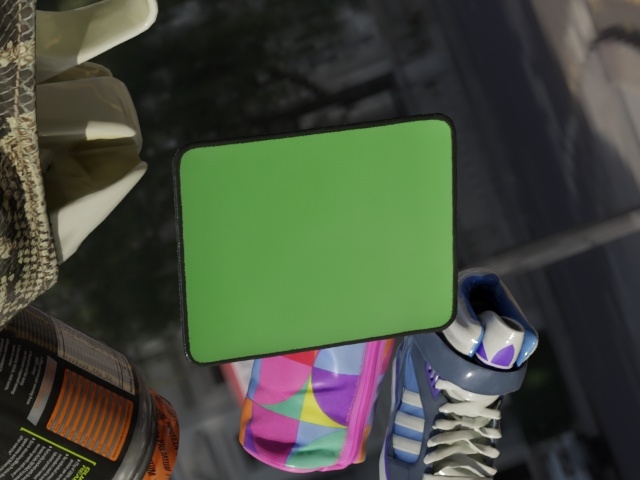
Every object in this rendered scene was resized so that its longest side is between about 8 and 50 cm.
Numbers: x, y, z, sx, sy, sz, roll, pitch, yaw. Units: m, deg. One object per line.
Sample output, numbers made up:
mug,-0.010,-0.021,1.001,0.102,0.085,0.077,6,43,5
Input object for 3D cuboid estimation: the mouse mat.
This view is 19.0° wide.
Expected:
mouse mat,0.000,0.000,1.224,0.007,0.190,0.152,-136,41,-63

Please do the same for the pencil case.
pencil case,0.011,0.050,1.361,0.104,0.104,0.236,-102,24,-75

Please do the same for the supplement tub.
supplement tub,-0.297,0.156,1.818,0.316,0.193,0.193,34,-155,-37

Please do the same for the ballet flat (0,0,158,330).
ballet flat,-0.167,-0.084,0.974,0.164,0.182,0.483,57,156,27

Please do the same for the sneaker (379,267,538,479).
sneaker,0.162,0.188,2.154,0.236,0.130,0.322,123,152,-54
